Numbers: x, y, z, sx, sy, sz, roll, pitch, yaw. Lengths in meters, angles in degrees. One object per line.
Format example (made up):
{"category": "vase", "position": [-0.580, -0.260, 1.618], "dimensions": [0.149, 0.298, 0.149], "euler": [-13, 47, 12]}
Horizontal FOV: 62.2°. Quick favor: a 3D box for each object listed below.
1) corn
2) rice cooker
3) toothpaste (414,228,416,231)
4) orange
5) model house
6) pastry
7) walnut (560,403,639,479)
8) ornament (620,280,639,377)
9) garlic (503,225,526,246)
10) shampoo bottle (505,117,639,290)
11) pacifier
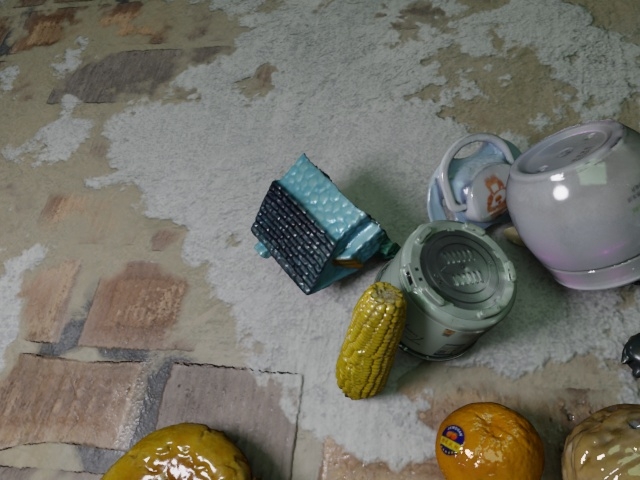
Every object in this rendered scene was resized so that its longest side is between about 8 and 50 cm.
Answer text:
{"category": "corn", "position": [0.092, 0.192, 0.963], "dimensions": [0.106, 0.305, 0.106], "euler": [5, 47, -5]}
{"category": "rice cooker", "position": [0.233, 0.099, 1.035], "dimensions": [0.281, 0.227, 0.241], "euler": [-11, 62, -19]}
{"category": "toothpaste", "position": [0.281, 0.029, 1.173], "dimensions": [0.179, 0.037, 0.043], "euler": [23, 64, 22]}
{"category": "orange", "position": [0.287, 0.364, 0.907], "dimensions": [0.178, 0.155, 0.177], "euler": [-16, 22, 6]}
{"category": "model house", "position": [0.000, 0.000, 1.169], "dimensions": [0.241, 0.226, 0.261], "euler": [-44, 57, 2]}
{"category": "pastry", "position": [-0.261, 0.500, 0.943], "dimensions": [0.356, 0.163, 0.355], "euler": [-6, 62, 11]}
{"category": "walnut", "position": [0.511, 0.360, 0.851], "dimensions": [0.245, 0.198, 0.198], "euler": [-15, 59, -6]}
{"category": "ornament", "position": [0.626, 0.128, 1.027], "dimensions": [0.202, 0.080, 0.236], "euler": [-19, 62, -3]}
{"category": "garlic", "position": [0.450, -0.013, 1.163], "dimensions": [0.083, 0.041, 0.053], "euler": [-16, 46, -7]}
{"category": "shampoo bottle", "position": [0.512, -0.066, 1.013], "dimensions": [0.273, 0.266, 0.273], "euler": [-31, 19, 12]}
{"category": "pacifier", "position": [0.325, -0.124, 1.187], "dimensions": [0.279, 0.227, 0.207], "euler": [-27, 15, -19]}
